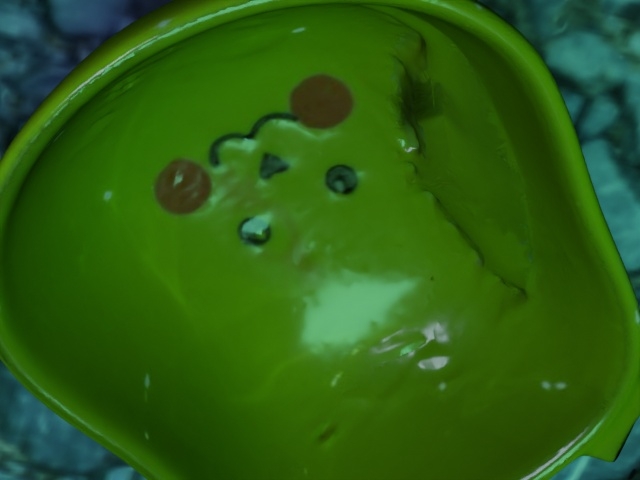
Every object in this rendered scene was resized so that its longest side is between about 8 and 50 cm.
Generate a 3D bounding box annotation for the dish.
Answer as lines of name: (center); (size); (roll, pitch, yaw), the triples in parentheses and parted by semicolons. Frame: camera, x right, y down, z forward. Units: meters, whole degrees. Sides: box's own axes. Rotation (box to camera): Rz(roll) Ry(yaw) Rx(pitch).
dish: (0.000, 0.000, 0.668); (0.221, 0.108, 0.262); (-30, 122, 11)
